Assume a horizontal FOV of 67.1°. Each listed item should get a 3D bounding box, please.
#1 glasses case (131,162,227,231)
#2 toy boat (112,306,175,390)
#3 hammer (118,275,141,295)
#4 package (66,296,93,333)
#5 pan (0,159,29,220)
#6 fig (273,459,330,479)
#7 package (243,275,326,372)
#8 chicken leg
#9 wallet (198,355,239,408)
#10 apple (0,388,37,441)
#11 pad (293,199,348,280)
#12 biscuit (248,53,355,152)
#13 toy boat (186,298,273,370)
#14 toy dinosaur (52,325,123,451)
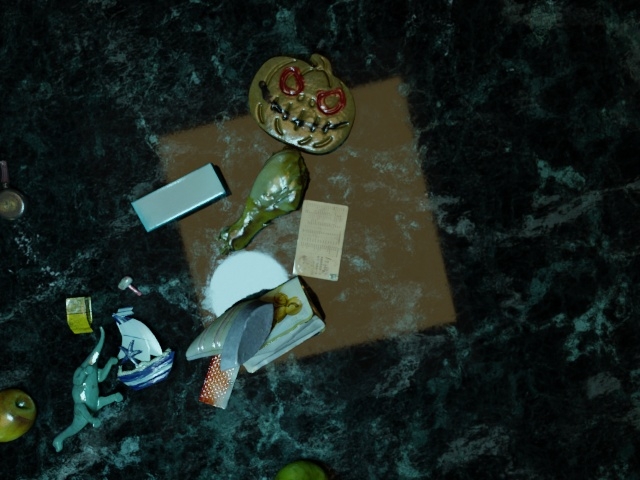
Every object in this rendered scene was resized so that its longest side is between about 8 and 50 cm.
[{"bbox_3d":[-0.475,-0.146,1.642,0.301,0.070,0.117,-26,98,1],"label":"glasses case"},{"bbox_3d":[-0.645,0.386,1.673,0.291,0.070,0.210,42,93,6],"label":"toy boat"},{"bbox_3d":[-0.658,0.164,1.679,0.083,0.031,0.052,42,96,-11],"label":"hammer"},{"bbox_3d":[-0.836,0.261,1.676,0.071,0.047,0.131,-3,91,-2],"label":"package"},{"bbox_3d":[-1.078,-0.173,1.664,0.115,0.040,0.212,-10,93,-4],"label":"pan"},{"bbox_3d":[-0.083,0.852,1.635,0.225,0.203,0.203,-34,92,42],"label":"fig"},{"bbox_3d":[-0.150,0.300,1.630,0.311,0.221,0.165,-31,131,1],"label":"package"},{"bbox_3d":[-0.196,-0.121,1.609,0.201,0.153,0.429,44,100,11],"label":"chicken leg"},{"bbox_3d":[-0.349,0.484,1.689,0.103,0.020,0.196,19,93,0],"label":"wallet"},{"bbox_3d":[-1.070,0.602,1.651,0.147,0.146,0.163,-37,94,7],"label":"apple"},{"bbox_3d":[0.000,0.000,1.665,0.159,0.009,0.265,8,93,1],"label":"pad"},{"bbox_3d":[-0.053,-0.472,1.617,0.367,0.063,0.314,26,94,1],"label":"biscuit"},{"bbox_3d":[-0.280,0.280,1.533,0.276,0.293,0.111,-50,124,-29],"label":"toy boat"},{"bbox_3d":[-0.843,0.521,1.678,0.331,0.129,0.383,-20,70,31],"label":"toy dinosaur"}]
